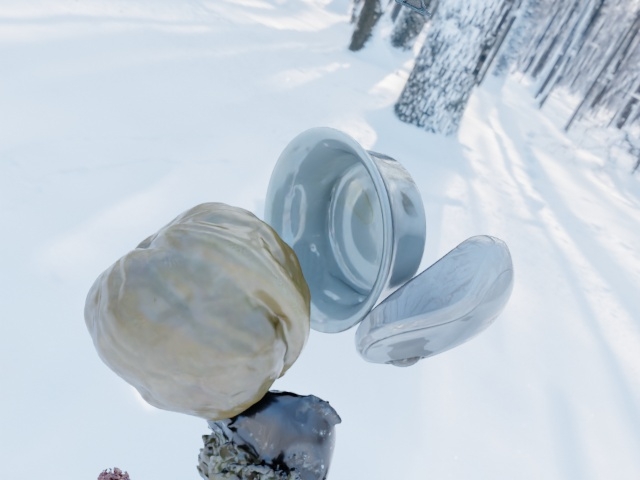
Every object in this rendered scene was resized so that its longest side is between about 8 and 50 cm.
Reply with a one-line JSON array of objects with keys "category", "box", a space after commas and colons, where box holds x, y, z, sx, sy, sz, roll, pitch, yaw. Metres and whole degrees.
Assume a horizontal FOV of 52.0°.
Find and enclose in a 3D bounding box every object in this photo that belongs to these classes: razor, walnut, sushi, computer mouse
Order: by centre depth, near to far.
[{"category": "walnut", "box": [-0.146, 0.092, 0.885, 0.285, 0.285, 0.296, 27, 37, 2]}, {"category": "sushi", "box": [-0.092, 0.337, 0.978, 0.238, 0.225, 0.219, 26, 61, -17]}, {"category": "razor", "box": [0.176, -0.434, 1.019, 0.066, 0.190, 0.033, 21, 64, -3]}, {"category": "computer mouse", "box": [0.197, 0.118, 1.051, 0.121, 0.296, 0.184, 50, -9, 23]}]

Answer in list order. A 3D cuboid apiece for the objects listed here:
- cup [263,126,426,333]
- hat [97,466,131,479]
[{"category": "cup", "box": [0.058, -0.022, 1.148, 0.163, 0.348, 0.347, -6, 37, -37]}, {"category": "hat", "box": [-0.465, 0.637, 1.496, 0.236, 0.287, 0.107, 7, 29, 1]}]
